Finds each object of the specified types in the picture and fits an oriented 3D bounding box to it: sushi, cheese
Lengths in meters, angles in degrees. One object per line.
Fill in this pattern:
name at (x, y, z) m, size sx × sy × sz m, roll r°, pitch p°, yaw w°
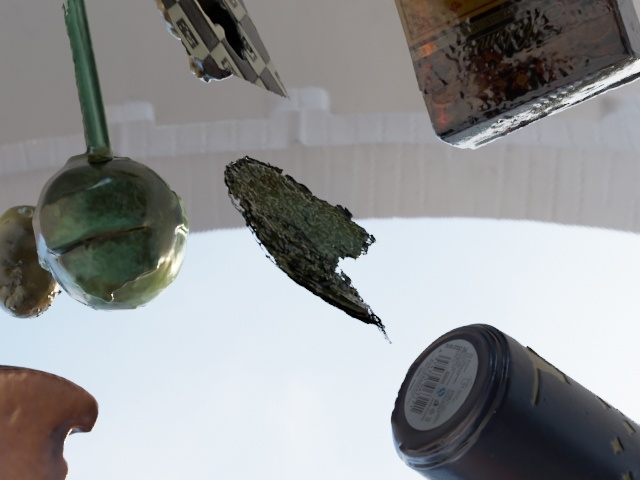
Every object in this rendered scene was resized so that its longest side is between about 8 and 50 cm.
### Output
sushi at (-0.148, -0.258, 1.028) m, size 0.050 × 0.264 × 0.290 m, roll -28°, pitch -100°, yaw 15°
cheese at (-0.292, 0.181, 1.018) m, size 0.177 × 0.128 × 0.203 m, roll -34°, pitch -61°, yaw -55°

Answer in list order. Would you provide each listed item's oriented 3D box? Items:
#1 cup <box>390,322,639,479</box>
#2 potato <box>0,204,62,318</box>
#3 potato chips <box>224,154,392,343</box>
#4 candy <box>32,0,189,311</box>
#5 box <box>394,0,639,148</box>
cup at (0.194, 0.205, 1.189) m, size 0.256 × 0.255 × 0.178 m, roll 35°, pitch -99°, yaw -23°
potato at (-0.348, 0.024, 1.335) m, size 0.092 × 0.070 × 0.138 m, roll 10°, pitch -81°, yaw -5°
potato chips at (-0.003, 0.003, 1.031) m, size 0.202 × 0.220 × 0.029 m, roll 29°, pitch -68°, yaw -35°
candy at (-0.090, -0.071, 0.423) m, size 0.061 × 0.061 × 0.202 m, roll -5°, pitch -106°, yaw -26°
box at (0.216, -0.349, 1.387) m, size 0.116 × 0.264 × 0.415 m, roll 2°, pitch -111°, yaw -61°
